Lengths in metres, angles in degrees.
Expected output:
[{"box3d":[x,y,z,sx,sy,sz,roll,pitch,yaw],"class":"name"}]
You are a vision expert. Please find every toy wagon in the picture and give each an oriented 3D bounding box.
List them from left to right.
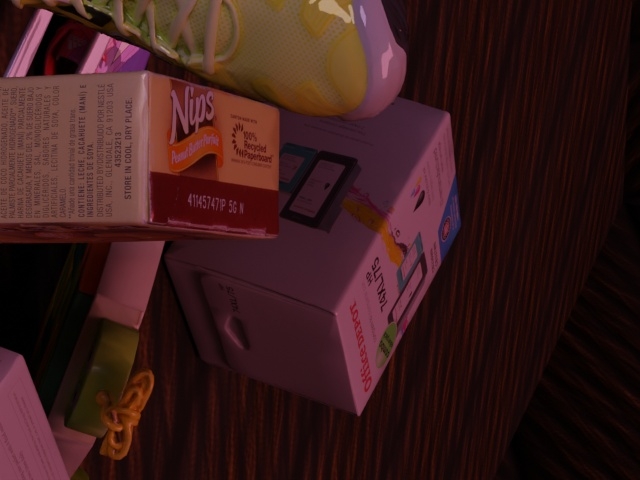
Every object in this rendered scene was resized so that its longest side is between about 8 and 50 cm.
[{"box3d":[-0.170,0.067,1.242,0.344,0.068,0.267,-114,-135,-74],"class":"toy wagon"}]

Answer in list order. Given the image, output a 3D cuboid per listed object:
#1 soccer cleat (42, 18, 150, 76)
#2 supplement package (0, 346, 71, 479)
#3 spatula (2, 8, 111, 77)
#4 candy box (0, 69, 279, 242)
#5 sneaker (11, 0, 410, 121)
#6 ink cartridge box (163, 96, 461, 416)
[{"box3d":[-0.168,-0.179,1.272,0.095,0.083,0.248,-15,124,-68],"class":"soccer cleat"},{"box3d":[-0.324,0.203,1.047,0.293,0.175,0.177,-58,157,-33],"class":"supplement package"},{"box3d":[-0.203,-0.184,1.193,0.168,0.019,0.242,29,86,-48],"class":"spatula"},{"box3d":[-0.202,-0.043,0.952,0.183,0.316,0.088,7,82,-69],"class":"candy box"},{"box3d":[-0.119,-0.169,1.000,0.147,0.384,0.145,-37,148,-42],"class":"sneaker"},{"box3d":[0.000,0.000,1.671,0.270,0.197,0.198,-60,156,-29],"class":"ink cartridge box"}]
